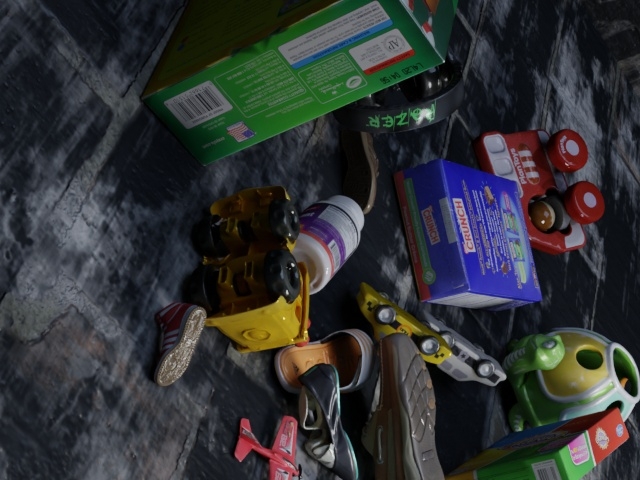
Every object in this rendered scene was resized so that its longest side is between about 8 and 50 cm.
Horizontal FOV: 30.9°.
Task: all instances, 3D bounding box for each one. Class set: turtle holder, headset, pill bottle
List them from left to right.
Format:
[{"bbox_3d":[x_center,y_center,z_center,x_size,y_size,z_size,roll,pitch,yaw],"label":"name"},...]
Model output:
[{"bbox_3d":[0.000,0.000,1.881,0.108,0.108,0.193,61,33,-12],"label":"pill bottle"},{"bbox_3d":[0.141,-0.288,2.165,0.394,0.244,0.185,-91,171,-57],"label":"headset"},{"bbox_3d":[0.503,0.270,2.350,0.320,0.227,0.243,56,36,-20],"label":"turtle holder"}]

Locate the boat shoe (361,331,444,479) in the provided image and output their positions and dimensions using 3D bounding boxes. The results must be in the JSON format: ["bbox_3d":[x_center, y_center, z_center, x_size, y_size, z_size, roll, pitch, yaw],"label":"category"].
[{"bbox_3d":[0.119,0.312,1.867,0.123,0.116,0.324,17,65,-61],"label":"boat shoe"}]

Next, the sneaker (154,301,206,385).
[{"bbox_3d":[-0.205,0.138,1.578,0.042,0.067,0.118,38,74,-42],"label":"sneaker"}]

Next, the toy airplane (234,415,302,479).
[{"bbox_3d":[-0.075,0.311,1.673,0.151,0.028,0.151,33,45,-42],"label":"toy airplane"}]

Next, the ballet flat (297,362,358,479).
[{"bbox_3d":[0.004,0.286,1.766,0.074,0.074,0.203,-34,117,-57],"label":"ballet flat"}]

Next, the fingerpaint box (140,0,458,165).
[{"bbox_3d":[-0.010,-0.349,1.750,0.163,0.445,0.371,49,37,-30],"label":"fingerpaint box"}]

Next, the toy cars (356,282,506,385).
[{"bbox_3d":[0.185,0.188,2.053,0.394,0.087,0.176,26,14,-51],"label":"toy cars"}]

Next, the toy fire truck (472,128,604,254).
[{"bbox_3d":[0.483,-0.110,2.625,0.254,0.169,0.302,-11,80,-33],"label":"toy fire truck"}]

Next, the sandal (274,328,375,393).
[{"bbox_3d":[0.031,0.195,1.847,0.265,0.076,0.101,-5,77,-56],"label":"sandal"}]

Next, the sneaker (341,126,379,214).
[{"bbox_3d":[0.084,-0.127,2.112,0.071,0.066,0.188,26,52,-48],"label":"sneaker"}]

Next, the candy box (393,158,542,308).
[{"bbox_3d":[0.298,-0.003,2.304,0.317,0.122,0.268,11,64,-54],"label":"candy box"}]

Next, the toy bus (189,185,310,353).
[{"bbox_3d":[-0.078,0.060,1.720,0.211,0.150,0.220,52,32,-47],"label":"toy bus"}]

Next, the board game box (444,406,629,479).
[{"bbox_3d":[0.397,0.398,2.116,0.316,0.242,0.064,-12,82,-58],"label":"board game box"}]
